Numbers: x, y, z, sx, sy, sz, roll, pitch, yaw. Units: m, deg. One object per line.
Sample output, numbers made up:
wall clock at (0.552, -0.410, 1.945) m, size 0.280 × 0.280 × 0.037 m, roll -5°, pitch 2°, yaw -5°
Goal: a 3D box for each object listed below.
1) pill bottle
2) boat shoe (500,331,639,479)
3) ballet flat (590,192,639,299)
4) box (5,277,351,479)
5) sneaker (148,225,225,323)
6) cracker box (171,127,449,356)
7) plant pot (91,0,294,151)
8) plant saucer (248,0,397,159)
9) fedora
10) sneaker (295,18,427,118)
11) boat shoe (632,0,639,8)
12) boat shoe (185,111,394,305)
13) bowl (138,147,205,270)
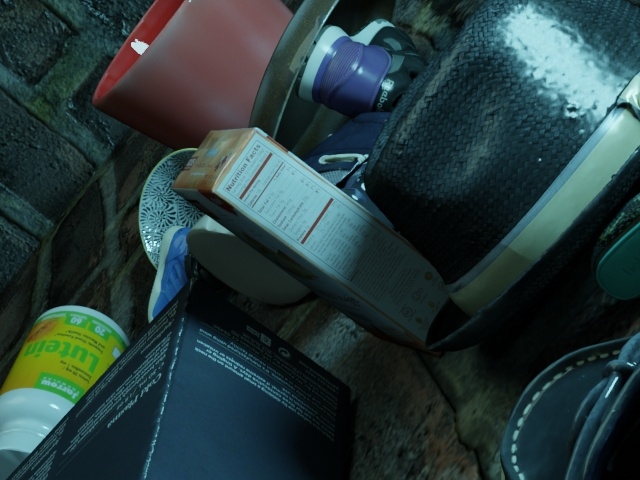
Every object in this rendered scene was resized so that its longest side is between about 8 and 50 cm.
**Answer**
pill bottle at (-0.326, 0.205, 2.122) m, size 0.136 × 0.136 × 0.246 m, roll -42°, pitch 18°, yaw 35°
boat shoe at (0.189, 0.099, 0.795) m, size 0.187 × 0.156 × 0.500 m, roll -56°, pitch 14°, yaw -6°
ballet flat at (0.244, -0.034, 1.104) m, size 0.188 × 0.070 × 0.070 m, roll -39°, pitch 20°, yaw 36°
box at (-0.154, 0.263, 1.395) m, size 0.343 × 0.179 × 0.312 m, roll -46°, pitch 16°, yaw 25°
sneaker at (-0.152, 0.062, 2.049) m, size 0.084 × 0.058 × 0.152 m, roll 9°, pitch 90°, yaw 44°
cracker box at (0.000, 0.000, 1.424) m, size 0.067 × 0.232 × 0.155 m, roll -55°, pitch 15°, yaw -7°
plant pot at (-0.119, -0.211, 2.237) m, size 0.275 × 0.243 × 0.275 m, roll -48°, pitch 15°, yaw 17°
plant saucer at (-0.003, -0.181, 1.920) m, size 0.311 × 0.050 × 0.310 m, roll -58°, pitch -14°, yaw -23°
fedora at (0.141, -0.084, 1.257) m, size 0.334 × 0.152 × 0.334 m, roll -50°, pitch 2°, yaw 3°
sneaker at (0.074, -0.164, 1.869) m, size 0.107 × 0.124 × 0.283 m, roll -68°, pitch -13°, yaw 16°
boat shoe at (0.280, -0.250, 1.451) m, size 0.118 × 0.103 × 0.320 m, roll -32°, pitch 23°, yaw 5°
boat shoe at (-0.005, -0.034, 1.775) m, size 0.158 × 0.127 × 0.340 m, roll -52°, pitch 21°, yaw -23°
bowl at (-0.133, -0.027, 2.119) m, size 0.170 × 0.170 × 0.080 m, roll -45°, pitch -23°, yaw 27°
